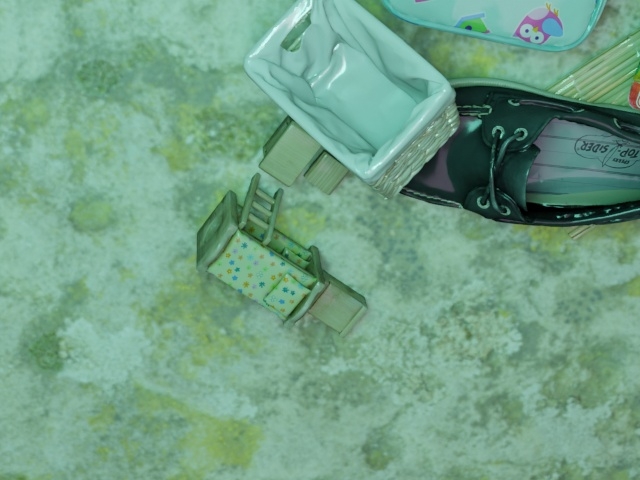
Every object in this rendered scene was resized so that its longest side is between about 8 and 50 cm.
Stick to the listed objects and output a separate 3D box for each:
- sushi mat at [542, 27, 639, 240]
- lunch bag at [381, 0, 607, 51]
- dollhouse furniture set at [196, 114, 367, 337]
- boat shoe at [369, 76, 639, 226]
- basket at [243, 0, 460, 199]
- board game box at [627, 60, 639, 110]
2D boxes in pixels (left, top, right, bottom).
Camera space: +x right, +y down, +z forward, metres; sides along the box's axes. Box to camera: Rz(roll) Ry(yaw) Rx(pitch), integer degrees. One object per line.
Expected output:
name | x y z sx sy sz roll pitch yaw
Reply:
sushi mat | 0.336 -0.139 1.328 0.316 0.019 0.151 -33 112 9
lunch bag | 0.170 -0.307 1.197 0.224 0.108 0.279 9 112 -11
dollhouse furniture set | 0.000 0.000 1.315 0.182 0.101 0.161 33 106 -17
boat shoe | 0.198 -0.070 1.274 0.340 0.113 0.127 8 111 -7
basket | 0.033 -0.131 1.219 0.113 0.103 0.167 -47 70 2
board game box | 0.383 -0.225 1.257 0.124 0.039 0.259 19 98 -12
